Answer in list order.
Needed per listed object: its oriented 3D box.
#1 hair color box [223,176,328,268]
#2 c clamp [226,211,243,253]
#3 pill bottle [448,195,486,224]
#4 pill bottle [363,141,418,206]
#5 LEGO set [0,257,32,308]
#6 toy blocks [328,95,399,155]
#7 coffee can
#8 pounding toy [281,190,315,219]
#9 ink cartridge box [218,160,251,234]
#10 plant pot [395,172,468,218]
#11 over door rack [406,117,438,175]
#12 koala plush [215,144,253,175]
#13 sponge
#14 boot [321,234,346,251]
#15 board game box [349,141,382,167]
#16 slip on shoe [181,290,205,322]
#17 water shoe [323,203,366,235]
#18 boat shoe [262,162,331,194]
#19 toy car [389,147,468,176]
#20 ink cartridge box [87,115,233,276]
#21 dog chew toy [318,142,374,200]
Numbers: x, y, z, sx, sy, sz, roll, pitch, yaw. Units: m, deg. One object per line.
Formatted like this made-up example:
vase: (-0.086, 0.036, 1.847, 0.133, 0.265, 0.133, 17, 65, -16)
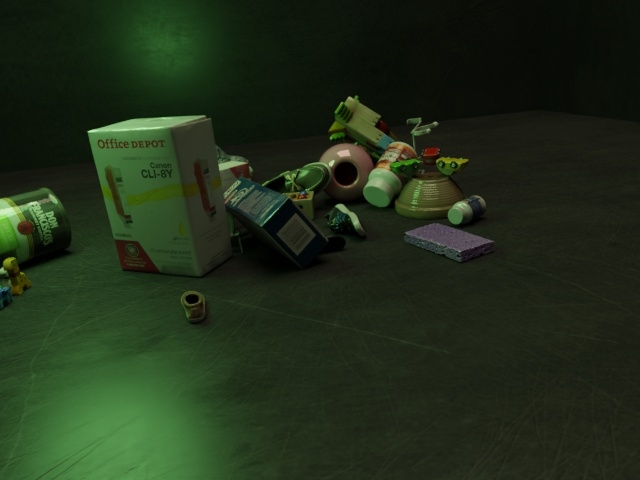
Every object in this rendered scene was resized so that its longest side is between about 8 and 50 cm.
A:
hair color box: (-0.139, -0.059, 1.369, 0.105, 0.174, 0.347, -48, 32, -10)
c clamp: (-0.298, -0.013, 1.444, 0.161, 0.137, 0.022, -13, -18, 18)
pill bottle: (0.427, -0.087, 1.480, 0.120, 0.067, 0.067, -22, 25, -39)
pill bottle: (0.239, -0.226, 1.735, 0.121, 0.121, 0.221, 10, 53, 36)
LEGO set: (-0.796, 0.099, 1.256, 0.087, 0.093, 0.227, -5, 19, 1)
toy blocks: (0.196, -0.415, 2.010, 0.261, 0.190, 0.381, 34, -2, 6)
coffee can: (-0.912, -0.023, 1.472, 0.201, 0.201, 0.275, 10, 25, 37)
pounding toy: (-0.093, -0.124, 1.678, 0.141, 0.100, 0.130, -4, 19, 3)
ink cartridge box: (-0.289, -0.120, 1.544, 0.092, 0.218, 0.158, 14, 28, 42)
plant pot: (0.358, -0.154, 1.630, 0.237, 0.109, 0.237, -4, 20, 2)
over door rack: (0.397, -0.332, 1.919, 0.108, 0.239, 0.324, -5, 20, 8)
koala plush: (-0.411, -0.327, 2.241, 0.221, 0.203, 0.196, 2, 18, -14)
sponge: (0.331, 0.001, 1.314, 0.117, 0.031, 0.210, -16, 21, -27)
boot: (0.000, 0.000, 1.390, 0.121, 0.045, 0.099, -12, 20, -9)
board game box: (0.220, -0.315, 1.996, 0.260, 0.030, 0.136, 24, -2, -22)
slip on shoe: (-0.278, 0.132, 1.097, 0.051, 0.041, 0.135, -10, 20, -13)
water shoe: (0.071, -0.044, 1.490, 0.080, 0.073, 0.203, -35, 24, -3)
boat shoe: (-0.097, -0.191, 1.772, 0.305, 0.109, 0.091, -17, 0, 36)
toy car: (0.330, -0.243, 1.636, 0.225, 0.053, 0.239, -12, 23, -13)
ink cartridge box: (-0.411, -0.117, 1.321, 0.279, 0.384, 0.160, 3, 21, 24)
dog chew toy: (0.093, -0.259, 1.884, 0.207, 0.206, 0.332, -4, 11, 3)
